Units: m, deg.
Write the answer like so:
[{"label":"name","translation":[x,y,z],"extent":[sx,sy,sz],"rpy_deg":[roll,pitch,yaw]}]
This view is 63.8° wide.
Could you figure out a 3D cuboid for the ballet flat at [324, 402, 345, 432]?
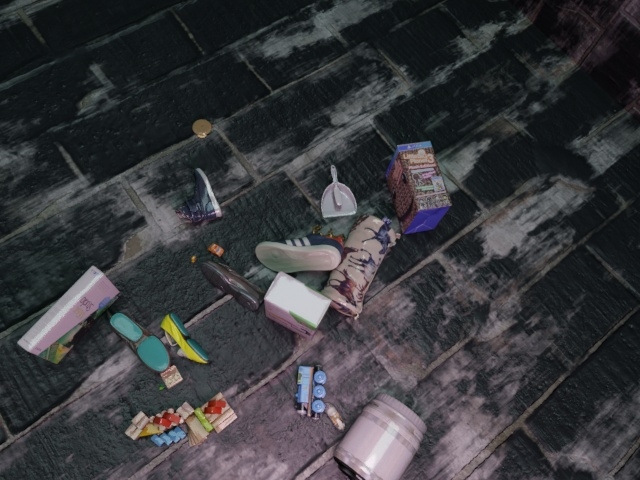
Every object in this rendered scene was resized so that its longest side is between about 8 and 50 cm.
[{"label":"ballet flat","translation":[0.052,0.614,1.790],"extent":[0.041,0.041,0.114],"rpy_deg":[-30,74,-17]}]

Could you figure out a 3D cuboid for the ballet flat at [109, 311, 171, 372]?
[{"label":"ballet flat","translation":[-0.617,0.356,1.788],"extent":[0.280,0.096,0.095],"rpy_deg":[43,65,13]}]

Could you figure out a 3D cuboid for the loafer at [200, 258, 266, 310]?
[{"label":"loafer","translation":[-0.325,0.154,1.921],"extent":[0.267,0.096,0.084],"rpy_deg":[38,49,2]}]

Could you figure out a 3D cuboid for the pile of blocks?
[{"label":"pile of blocks","translation":[-0.459,0.607,1.694],"extent":[0.362,0.113,0.149],"rpy_deg":[-12,69,-11]}]

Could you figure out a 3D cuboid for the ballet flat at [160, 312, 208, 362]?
[{"label":"ballet flat","translation":[-0.488,0.362,1.822],"extent":[0.077,0.077,0.231],"rpy_deg":[-43,74,1]}]

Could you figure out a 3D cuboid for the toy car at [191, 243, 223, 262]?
[{"label":"toy car","translation":[-0.431,0.054,1.964],"extent":[0.122,0.040,0.060],"rpy_deg":[-39,77,-20]}]

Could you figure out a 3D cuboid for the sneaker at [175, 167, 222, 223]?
[{"label":"sneaker","translation":[-0.504,-0.173,2.025],"extent":[0.163,0.086,0.226],"rpy_deg":[-20,72,-17]}]

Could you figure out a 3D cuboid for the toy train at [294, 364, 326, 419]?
[{"label":"toy train","translation":[-0.035,0.528,1.798],"extent":[0.105,0.080,0.184],"rpy_deg":[2,69,4]}]

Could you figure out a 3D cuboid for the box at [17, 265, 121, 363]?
[{"label":"box","translation":[-0.830,0.255,1.732],"extent":[0.058,0.232,0.322],"rpy_deg":[35,69,9]}]

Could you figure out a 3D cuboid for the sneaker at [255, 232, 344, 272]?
[{"label":"sneaker","translation":[-0.073,0.035,1.954],"extent":[0.350,0.131,0.148],"rpy_deg":[4,34,21]}]

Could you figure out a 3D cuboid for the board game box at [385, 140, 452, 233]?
[{"label":"board game box","translation":[0.385,-0.208,2.064],"extent":[0.141,0.232,0.291],"rpy_deg":[-9,68,-10]}]

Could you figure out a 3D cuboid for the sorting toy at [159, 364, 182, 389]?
[{"label":"sorting toy","translation":[-0.531,0.483,1.791],"extent":[0.083,0.012,0.062],"rpy_deg":[-30,79,-21]}]

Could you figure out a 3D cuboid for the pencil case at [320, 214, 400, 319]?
[{"label":"pencil case","translation":[0.149,0.096,1.950],"extent":[0.183,0.160,0.410],"rpy_deg":[20,65,19]}]

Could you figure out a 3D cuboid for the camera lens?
[{"label":"camera lens","translation":[0.193,0.672,1.684],"extent":[0.219,0.219,0.274],"rpy_deg":[37,69,9]}]

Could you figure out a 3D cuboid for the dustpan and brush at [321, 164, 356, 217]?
[{"label":"dustpan and brush","translation":[0.065,-0.207,2.119],"extent":[0.147,0.060,0.211],"rpy_deg":[-7,69,-9]}]

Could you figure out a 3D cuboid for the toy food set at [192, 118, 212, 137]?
[{"label":"toy food set","translation":[-0.503,-0.480,2.188],"extent":[0.083,0.020,0.082],"rpy_deg":[42,69,11]}]

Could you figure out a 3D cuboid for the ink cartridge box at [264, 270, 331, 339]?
[{"label":"ink cartridge box","translation":[-0.084,0.236,1.802],"extent":[0.201,0.278,0.117],"rpy_deg":[28,70,5]}]

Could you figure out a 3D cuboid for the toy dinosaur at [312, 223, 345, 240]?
[{"label":"toy dinosaur","translation":[0.000,0.000,2.025],"extent":[0.211,0.064,0.112],"rpy_deg":[-24,74,-15]}]
